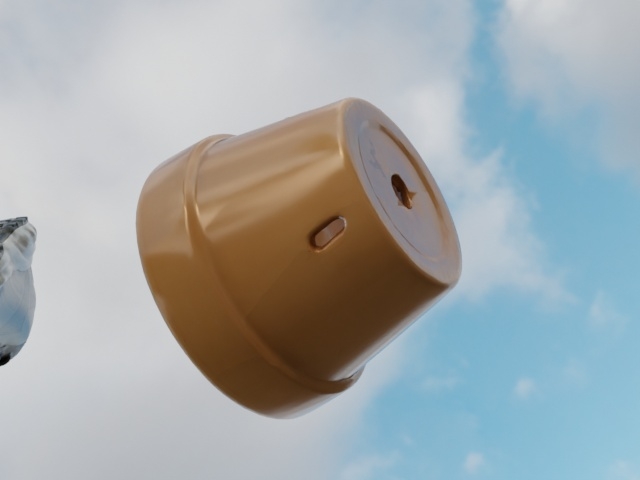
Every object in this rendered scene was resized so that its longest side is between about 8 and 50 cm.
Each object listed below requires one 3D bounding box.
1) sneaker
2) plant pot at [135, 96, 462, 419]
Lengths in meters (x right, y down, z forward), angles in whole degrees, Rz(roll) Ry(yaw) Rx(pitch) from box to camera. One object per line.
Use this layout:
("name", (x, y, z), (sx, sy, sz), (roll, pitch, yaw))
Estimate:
("sneaker", (-0.248, 0.054, 0.571), (0.100, 0.271, 0.108), (-10, -79, -3))
("plant pot", (0.000, 0.000, 0.791), (0.203, 0.291, 0.291), (-29, -40, 26))
